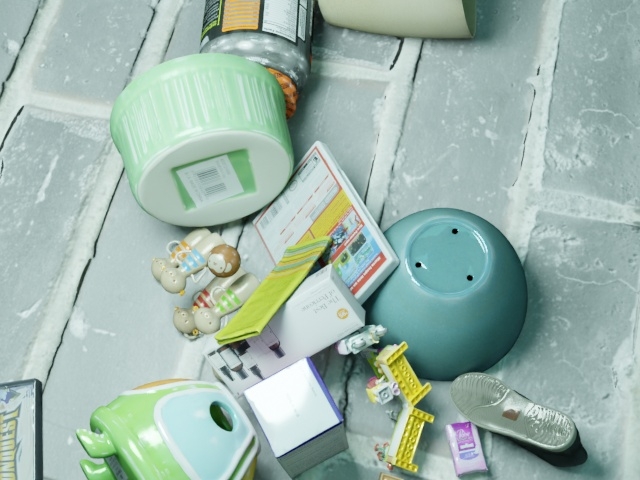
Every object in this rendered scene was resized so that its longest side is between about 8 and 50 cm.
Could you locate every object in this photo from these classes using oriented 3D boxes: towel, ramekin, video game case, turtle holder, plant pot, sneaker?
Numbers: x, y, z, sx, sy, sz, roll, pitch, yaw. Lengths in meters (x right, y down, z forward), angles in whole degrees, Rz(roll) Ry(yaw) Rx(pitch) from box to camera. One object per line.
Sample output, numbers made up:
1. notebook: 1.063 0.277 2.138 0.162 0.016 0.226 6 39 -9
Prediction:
1. towel: -0.070 0.073 1.375 0.021 0.102 0.237 54 45 -16
2. ramekin: -0.190 -0.154 1.484 0.304 0.303 0.148 -16 60 -3
3. video game case: -0.579 0.377 1.443 0.248 0.035 0.274 -9 67 1
4. turtle holder: -0.197 0.348 1.317 0.227 0.243 0.320 -30 51 -27
5. plant pot: 0.138 -0.488 1.664 0.274 0.256 0.256 -5 66 18
6. video game case: 0.000 0.000 1.467 0.204 0.025 0.285 -50 50 26
7. sneaker: 0.307 0.291 1.393 0.222 0.118 0.083 24 71 41
8. plant pot: 0.199 0.063 1.432 0.290 0.195 0.290 -2 68 4

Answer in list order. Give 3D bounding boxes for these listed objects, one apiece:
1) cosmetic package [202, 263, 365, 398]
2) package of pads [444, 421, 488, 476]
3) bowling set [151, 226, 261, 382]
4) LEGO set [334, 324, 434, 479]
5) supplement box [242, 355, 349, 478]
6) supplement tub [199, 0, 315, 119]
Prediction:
1. cosmetic package: -0.056 0.142 1.367 0.239 0.060 0.099 -32 107 14
2. package of pads: 0.231 0.330 1.405 0.050 0.032 0.083 -10 67 -3
3. bowling set: -0.195 0.078 1.460 0.154 0.200 0.287 -40 66 -10
4. LEGO set: 0.097 0.269 1.404 0.132 0.107 0.286 -13 95 -31
5. supplement box: -0.032 0.274 1.346 0.114 0.220 0.111 -28 67 -6
6. supplement tub: -0.115 -0.395 1.642 0.207 0.207 0.337 2 68 5
